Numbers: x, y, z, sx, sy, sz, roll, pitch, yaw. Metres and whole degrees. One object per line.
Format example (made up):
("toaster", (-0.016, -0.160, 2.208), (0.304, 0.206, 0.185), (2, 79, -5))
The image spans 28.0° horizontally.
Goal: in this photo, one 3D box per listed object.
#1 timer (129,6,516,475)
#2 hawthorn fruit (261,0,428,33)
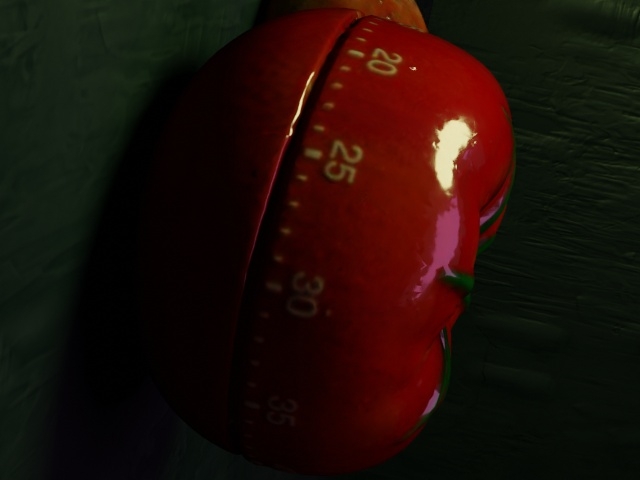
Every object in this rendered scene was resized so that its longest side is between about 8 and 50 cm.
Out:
("timer", (0.000, 0.000, 1.056), (0.378, 0.279, 0.378), (15, 90, -82))
("hawthorn fruit", (0.018, -0.203, 1.287), (0.179, 0.179, 0.200), (68, 15, -76))
